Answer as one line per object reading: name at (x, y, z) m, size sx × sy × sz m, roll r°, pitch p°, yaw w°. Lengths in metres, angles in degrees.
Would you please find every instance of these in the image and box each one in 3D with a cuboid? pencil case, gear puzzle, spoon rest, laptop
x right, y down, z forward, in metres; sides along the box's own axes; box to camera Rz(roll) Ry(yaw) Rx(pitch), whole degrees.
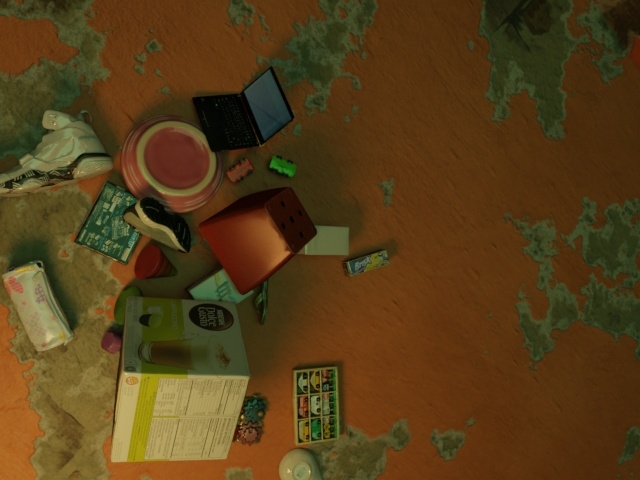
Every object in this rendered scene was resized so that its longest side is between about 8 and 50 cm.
pencil case at (-0.839, 0.193, 1.643) m, size 0.124 × 0.113 × 0.273 m, roll -19°, pitch 97°, yaw 3°
gear puzzle at (-0.349, 0.596, 1.850) m, size 0.339 × 0.044 × 0.175 m, roll 12°, pitch 85°, yaw -19°
spoon rest at (-0.030, 0.860, 1.954) m, size 0.276 × 0.084 × 0.137 m, roll 43°, pitch 74°, yaw 0°
laptop at (-0.258, -0.436, 1.812) m, size 0.264 × 0.136 × 0.234 m, roll -12°, pitch 65°, yaw -25°

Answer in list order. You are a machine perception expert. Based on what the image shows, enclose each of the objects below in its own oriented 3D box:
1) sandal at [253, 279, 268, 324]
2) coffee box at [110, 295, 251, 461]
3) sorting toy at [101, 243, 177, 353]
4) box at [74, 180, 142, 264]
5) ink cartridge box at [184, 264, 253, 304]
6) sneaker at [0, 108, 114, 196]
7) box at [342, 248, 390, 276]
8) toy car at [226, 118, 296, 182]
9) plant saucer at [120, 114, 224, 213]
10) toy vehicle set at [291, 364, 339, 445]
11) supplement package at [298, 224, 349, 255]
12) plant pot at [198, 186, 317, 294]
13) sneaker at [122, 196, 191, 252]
sandal at (-0.206, 0.202, 1.901) m, size 0.049 × 0.072 × 0.180 m, roll 1°, pitch 87°, yaw -5°
coffee box at (-0.417, 0.400, 1.610) m, size 0.334 × 0.337 × 0.338 m, roll 6°, pitch 119°, yaw -20°
sorting toy at (-0.566, 0.199, 1.768) m, size 0.126 × 0.127 × 0.365 m, roll 31°, pitch 80°, yaw -47°
box at (-0.650, -0.054, 1.751) m, size 0.175 × 0.051 × 0.220 m, roll 27°, pitch 80°, yaw -18°
ink cartridge box at (-0.336, 0.165, 1.820) m, size 0.176 × 0.128 × 0.127 m, roll -34°, pitch 100°, yaw -18°
sneaker at (-0.834, -0.265, 1.649) m, size 0.366 × 0.137 × 0.210 m, roll -20°, pitch 94°, yaw -24°
box at (0.169, 0.083, 2.045) m, size 0.169 × 0.054 × 0.059 m, roll -16°, pitch 94°, yaw -19°
toy car at (-0.194, -0.279, 1.922) m, size 0.225 × 0.053 × 0.239 m, roll 23°, pitch 82°, yaw -19°
plant saucer at (-0.470, -0.255, 1.778) m, size 0.332 × 0.084 × 0.332 m, roll 5°, pitch 79°, yaw -24°
toy vehicle set at (-0.017, 0.589, 1.975) m, size 0.166 × 0.035 × 0.266 m, roll -2°, pitch 90°, yaw -20°
supplement package at (0.000, 0.000, 1.942) m, size 0.179 × 0.105 × 0.105 m, roll 1°, pitch 89°, yaw -31°
plant pot at (-0.173, -0.025, 1.766) m, size 0.267 × 0.236 × 0.267 m, roll 60°, pitch 34°, yaw -10°
sneaker at (-0.510, -0.042, 1.747) m, size 0.271 × 0.108 × 0.100 m, roll 47°, pitch 33°, yaw -48°
